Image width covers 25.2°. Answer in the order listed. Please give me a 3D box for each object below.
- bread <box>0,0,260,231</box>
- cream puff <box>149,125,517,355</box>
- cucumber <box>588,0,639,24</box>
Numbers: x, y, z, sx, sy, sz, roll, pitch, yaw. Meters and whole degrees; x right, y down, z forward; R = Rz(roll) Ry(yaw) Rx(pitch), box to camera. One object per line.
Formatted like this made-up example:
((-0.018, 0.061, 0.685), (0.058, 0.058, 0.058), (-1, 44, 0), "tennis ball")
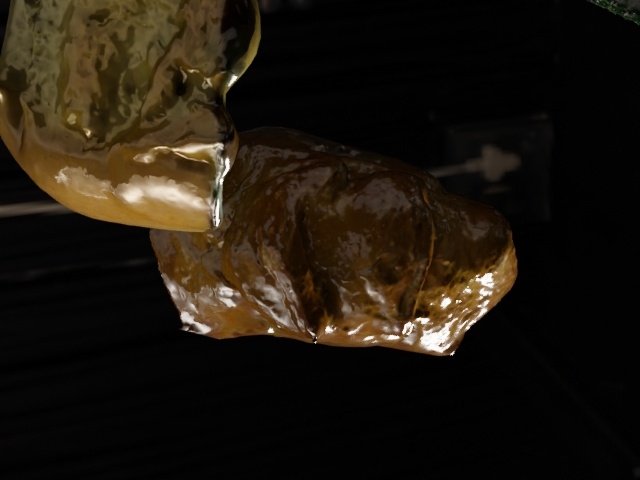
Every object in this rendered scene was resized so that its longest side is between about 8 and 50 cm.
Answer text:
((-0.120, -0.097, 0.814), (0.251, 0.133, 0.174), (-167, -98, -76), "bread")
((0.000, 0.000, 1.024), (0.269, 0.241, 0.155), (4, -94, 29), "cream puff")
((0.225, -0.209, 1.140), (0.257, 0.044, 0.043), (39, -56, 40), "cucumber")
